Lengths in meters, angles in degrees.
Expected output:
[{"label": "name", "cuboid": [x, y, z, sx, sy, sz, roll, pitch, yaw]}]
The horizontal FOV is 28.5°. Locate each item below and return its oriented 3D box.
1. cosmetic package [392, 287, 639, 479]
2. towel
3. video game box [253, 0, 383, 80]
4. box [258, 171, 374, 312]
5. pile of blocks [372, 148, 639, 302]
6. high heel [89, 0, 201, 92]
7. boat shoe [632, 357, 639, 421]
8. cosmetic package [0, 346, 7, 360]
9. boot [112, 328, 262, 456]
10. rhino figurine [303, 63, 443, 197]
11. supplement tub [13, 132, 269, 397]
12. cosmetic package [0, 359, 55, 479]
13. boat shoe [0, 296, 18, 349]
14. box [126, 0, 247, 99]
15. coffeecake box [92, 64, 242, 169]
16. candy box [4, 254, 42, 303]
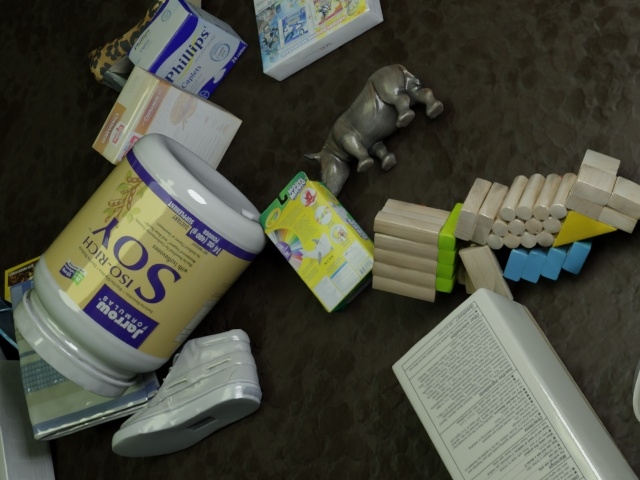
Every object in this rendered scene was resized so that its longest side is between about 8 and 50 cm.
[{"label": "cosmetic package", "cuboid": [0.228, 0.224, 1.442, 0.160, 0.113, 0.309, -43, 53, 21]}, {"label": "towel", "cuboid": [-0.370, 0.162, 1.965, 0.209, 0.034, 0.285, -19, 59, 1]}, {"label": "video game box", "cuboid": [-0.009, -0.367, 1.894, 0.205, 0.048, 0.187, -25, 58, 32]}, {"label": "box", "cuboid": [0.000, 0.000, 1.728, 0.105, 0.043, 0.179, -46, 70, 20]}, {"label": "pile of blocks", "cuboid": [0.234, -0.015, 1.545, 0.362, 0.149, 0.112, -11, 25, 28]}, {"label": "high heel", "cuboid": [-0.302, -0.369, 2.108, 0.186, 0.093, 0.261, 33, 106, 36]}, {"label": "boat shoe", "cuboid": [0.441, 0.056, 1.348, 0.112, 0.095, 0.335, 29, 100, 7]}, {"label": "cosmetic package", "cuboid": [-0.645, 0.218, 2.100, 0.224, 0.138, 0.225, -9, 109, 38]}, {"label": "boot", "cuboid": [-0.198, 0.222, 1.831, 0.258, 0.095, 0.123, -25, 54, 22]}, {"label": "rhino figurine", "cuboid": [0.058, -0.142, 1.742, 0.243, 0.073, 0.106, -47, 55, 27]}, {"label": "supplement tub", "cuboid": [-0.260, 0.038, 1.814, 0.331, 0.241, 0.241, -49, 50, 7]}, {"label": "cosmetic package", "cuboid": [-0.490, 0.313, 2.008, 0.060, 0.099, 0.239, -25, 68, 35]}, {"label": "boat shoe", "cuboid": [-0.439, 0.159, 2.056, 0.258, 0.109, 0.089, 34, 87, 25]}, {"label": "box", "cuboid": [-0.209, -0.299, 1.978, 0.126, 0.137, 0.072, -51, 50, 15]}, {"label": "coffeecake box", "cuboid": [-0.232, -0.163, 1.917, 0.068, 0.185, 0.142, 35, 98, 42]}, {"label": "candy box", "cuboid": [-0.464, 0.074, 2.140, 0.206, 0.027, 0.105, -20, 66, 34]}]
